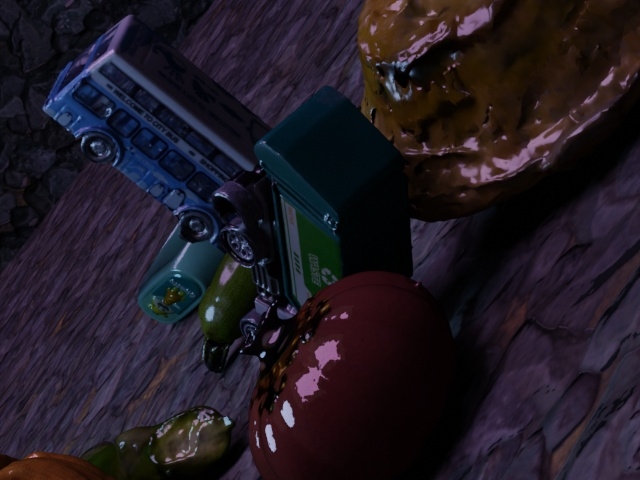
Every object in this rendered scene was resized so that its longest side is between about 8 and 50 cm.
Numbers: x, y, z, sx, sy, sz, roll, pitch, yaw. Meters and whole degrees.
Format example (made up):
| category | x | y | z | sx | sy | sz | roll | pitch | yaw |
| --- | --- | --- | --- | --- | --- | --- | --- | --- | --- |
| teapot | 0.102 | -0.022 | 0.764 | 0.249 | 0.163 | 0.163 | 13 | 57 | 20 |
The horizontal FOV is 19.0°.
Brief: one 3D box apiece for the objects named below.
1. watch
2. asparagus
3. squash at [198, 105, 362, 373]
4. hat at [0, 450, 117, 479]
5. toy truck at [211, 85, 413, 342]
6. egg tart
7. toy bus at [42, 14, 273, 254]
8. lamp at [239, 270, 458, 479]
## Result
| category | x | y | z | sx | sy | sz | roll | pitch | yaw |
| --- | --- | --- | --- | --- | --- | --- | --- | --- | --- |
| watch | -0.137 | 0.000 | 2.287 | 0.195 | 0.068 | 0.237 | -61 | 10 | -32 |
| asparagus | -0.170 | 0.219 | 1.846 | 0.343 | 0.085 | 0.082 | -30 | 73 | 62 |
| squash | -0.037 | -0.005 | 1.931 | 0.071 | 0.080 | 0.318 | 35 | 93 | 37 |
| hat | -0.226 | 0.256 | 1.709 | 0.233 | 0.244 | 0.233 | -23 | 12 | 37 |
| toy truck | 0.000 | 0.000 | 1.463 | 0.114 | 0.124 | 0.253 | -41 | -36 | -29 |
| egg tart | 0.138 | -0.175 | 1.457 | 0.341 | 0.129 | 0.341 | -31 | 34 | 23 |
| toy bus | -0.142 | -0.100 | 2.035 | 0.131 | 0.297 | 0.106 | -41 | 19 | 29 |
| lamp | 0.015 | 0.102 | 1.347 | 0.182 | 0.140 | 0.182 | -54 | 14 | 20 |
